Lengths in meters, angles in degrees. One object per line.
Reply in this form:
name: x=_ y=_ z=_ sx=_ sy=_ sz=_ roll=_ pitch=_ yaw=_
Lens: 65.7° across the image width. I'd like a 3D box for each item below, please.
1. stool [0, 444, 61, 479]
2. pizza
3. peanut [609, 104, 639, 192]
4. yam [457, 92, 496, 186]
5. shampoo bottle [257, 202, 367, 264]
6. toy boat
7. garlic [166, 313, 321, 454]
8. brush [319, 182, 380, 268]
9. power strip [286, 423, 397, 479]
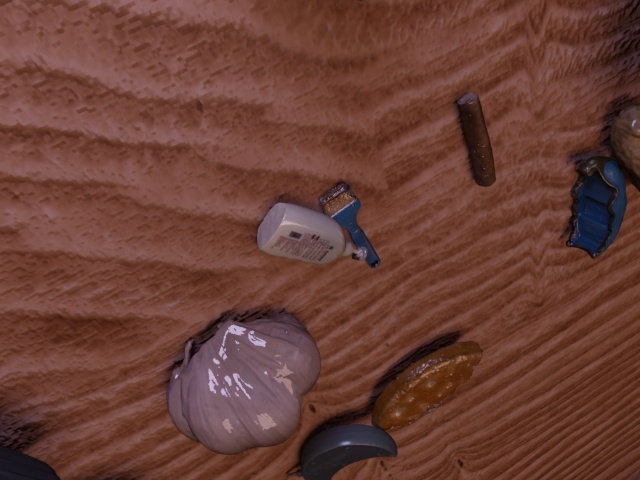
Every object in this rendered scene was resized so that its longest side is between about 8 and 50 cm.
stool: x=-0.467 y=0.311 z=0.474 sx=0.297 sy=0.297 sz=0.330 roll=-38 pitch=136 yaw=2
pizza: x=0.186 y=0.263 z=0.918 sx=0.127 sy=0.058 sz=0.246 roll=31 pitch=109 yaw=-32
peanut: x=0.525 y=-0.136 z=0.780 sx=0.214 sy=0.090 sz=0.099 roll=32 pitch=67 yaw=-36
yam: x=0.212 y=-0.132 z=0.665 sx=0.032 sy=0.032 sz=0.145 roll=-33 pitch=132 yaw=-2
shampoo bottle: x=0.000 y=0.000 z=0.633 sx=0.151 sy=0.045 sz=0.077 roll=16 pitch=131 yaw=-29
toy boat: x=0.444 y=-0.056 z=0.810 sx=0.077 sy=0.075 sz=0.186 roll=-25 pitch=129 yaw=-20
garlic: x=-0.104 y=0.214 z=0.684 sx=0.229 sy=0.143 sz=0.178 roll=-32 pitch=134 yaw=8
brush: x=0.048 y=-0.012 z=0.680 sx=0.051 sy=0.014 sz=0.164 roll=-35 pitch=133 yaw=1
power strip: x=0.028 y=0.412 z=0.933 sx=0.216 sy=0.044 sz=0.137 roll=-37 pitch=122 yaw=21
